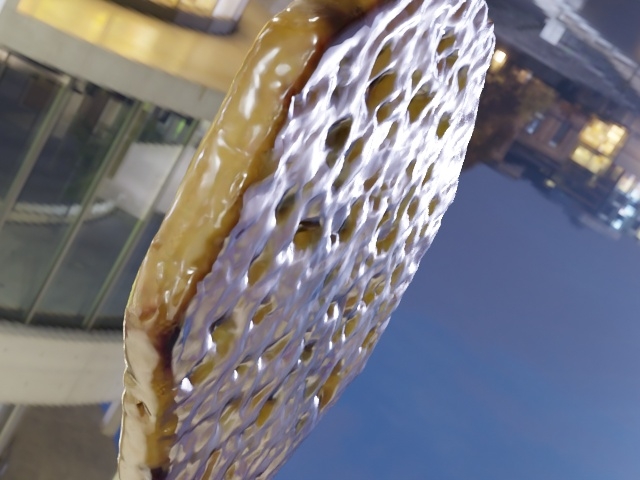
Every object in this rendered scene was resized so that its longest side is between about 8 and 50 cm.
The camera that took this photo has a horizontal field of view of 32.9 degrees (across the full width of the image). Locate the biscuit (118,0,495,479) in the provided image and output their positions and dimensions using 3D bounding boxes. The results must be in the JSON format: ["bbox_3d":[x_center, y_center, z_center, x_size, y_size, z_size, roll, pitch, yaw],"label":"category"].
[{"bbox_3d":[0.000,-0.001,0.611,0.046,0.359,0.359,27,-167,18],"label":"biscuit"}]
